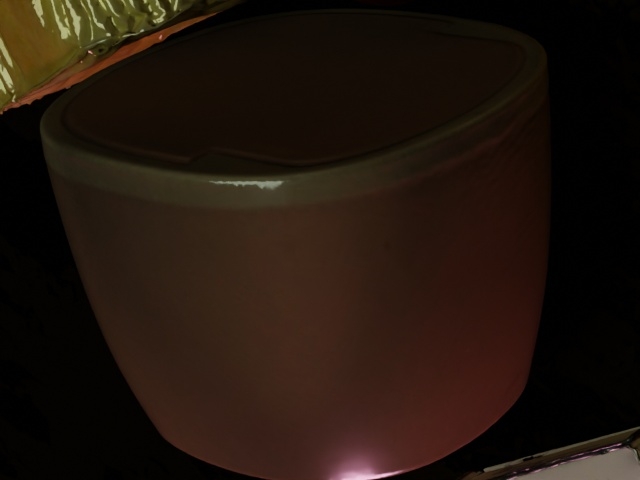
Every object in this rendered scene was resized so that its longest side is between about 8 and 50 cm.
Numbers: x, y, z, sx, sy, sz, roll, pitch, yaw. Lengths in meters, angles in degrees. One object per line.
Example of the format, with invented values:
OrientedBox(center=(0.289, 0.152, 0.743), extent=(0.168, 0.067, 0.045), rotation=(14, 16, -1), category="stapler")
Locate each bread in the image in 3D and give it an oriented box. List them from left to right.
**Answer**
OrientedBox(center=(-0.144, -0.184, 1.288), extent=(0.250, 0.179, 0.133), rotation=(-19, 102, 53), category="bread")

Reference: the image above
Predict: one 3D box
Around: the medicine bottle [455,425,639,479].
OrientedBox(center=(0.184, 0.227, 1.242), extent=(0.171, 0.052, 0.201), rotation=(-25, 90, 44), category="medicine bottle")

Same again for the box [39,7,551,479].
OrientedBox(center=(0.000, 0.000, 1.174), extent=(0.301, 0.301, 0.216), rotation=(9, 119, 39), category="box")

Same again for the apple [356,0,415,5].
OrientedBox(center=(0.022, -0.214, 1.151), extent=(0.158, 0.156, 0.147), rotation=(24, 129, 59), category="apple")
